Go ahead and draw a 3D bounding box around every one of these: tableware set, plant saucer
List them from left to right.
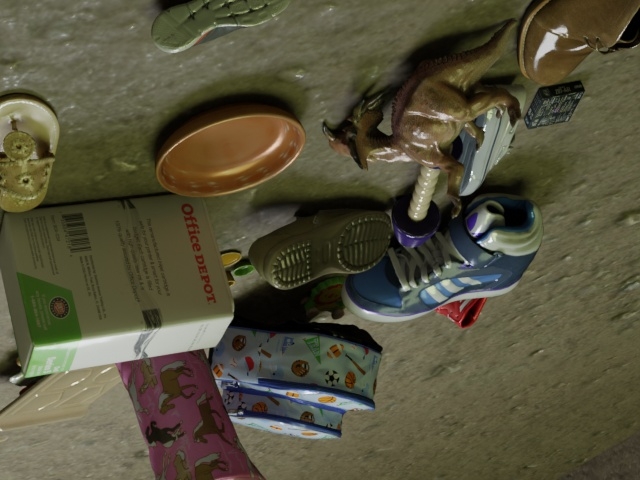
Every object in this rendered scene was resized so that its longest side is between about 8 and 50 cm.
[{"bbox_3d":[-0.171,0.045,2.106,0.104,0.024,0.154,-28,154,21],"label":"tableware set"},{"bbox_3d":[-0.118,-0.121,1.766,0.200,0.037,0.200,-16,157,-7],"label":"plant saucer"}]

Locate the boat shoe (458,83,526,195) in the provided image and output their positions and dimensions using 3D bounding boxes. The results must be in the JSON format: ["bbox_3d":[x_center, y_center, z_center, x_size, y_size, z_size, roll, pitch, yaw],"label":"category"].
[{"bbox_3d":[0.238,-0.137,1.924,0.076,0.083,0.226,-11,155,-14],"label":"boat shoe"}]

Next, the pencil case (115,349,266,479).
[{"bbox_3d":[-0.215,0.248,2.081,0.160,0.386,0.167,0,140,-38],"label":"pencil case"}]

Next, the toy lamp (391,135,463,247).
[{"bbox_3d":[0.153,-0.071,2.018,0.080,0.080,0.274,-12,156,-13],"label":"toy lamp"}]

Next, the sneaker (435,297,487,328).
[{"bbox_3d":[0.187,0.105,2.358,0.221,0.128,0.087,-29,154,23],"label":"sneaker"}]

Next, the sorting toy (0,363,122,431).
[{"bbox_3d":[-0.378,0.231,2.308,0.229,0.041,0.307,-41,158,30],"label":"sorting toy"}]

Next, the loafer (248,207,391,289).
[{"bbox_3d":[0.000,0.000,2.050,0.268,0.092,0.102,-13,119,-44],"label":"loafer"}]

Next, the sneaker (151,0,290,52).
[{"bbox_3d":[-0.108,-0.250,1.491,0.158,0.061,0.065,-18,-177,2],"label":"sneaker"}]

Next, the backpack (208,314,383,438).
[{"bbox_3d":[-0.037,0.225,2.298,0.263,0.213,0.276,-8,167,37],"label":"backpack"}]

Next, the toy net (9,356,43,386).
[{"bbox_3d":[-0.431,0.165,2.167,0.122,0.045,0.232,-17,162,-30],"label":"toy net"}]

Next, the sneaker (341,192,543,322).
[{"bbox_3d":[0.198,0.008,2.182,0.323,0.130,0.236,-9,147,-12],"label":"sneaker"}]

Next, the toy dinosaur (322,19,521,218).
[{"bbox_3d":[0.133,-0.167,1.760,0.200,0.127,0.295,26,124,-9],"label":"toy dinosaur"}]

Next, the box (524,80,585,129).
[{"bbox_3d":[0.332,-0.192,1.952,0.067,0.018,0.083,-12,156,-13],"label":"box"}]

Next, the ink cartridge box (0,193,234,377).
[{"bbox_3d":[-0.276,0.055,1.835,0.273,0.198,0.115,-7,154,-23],"label":"ink cartridge box"}]

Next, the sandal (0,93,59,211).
[{"bbox_3d":[-0.350,-0.078,1.640,0.088,0.079,0.240,-10,155,-17],"label":"sandal"}]

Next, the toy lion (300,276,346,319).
[{"bbox_3d":[0.020,0.095,2.348,0.100,0.034,0.096,7,139,-44],"label":"toy lion"}]

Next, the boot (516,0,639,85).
[{"bbox_3d":[0.332,-0.263,1.682,0.112,0.115,0.305,-10,156,-22],"label":"boot"}]
